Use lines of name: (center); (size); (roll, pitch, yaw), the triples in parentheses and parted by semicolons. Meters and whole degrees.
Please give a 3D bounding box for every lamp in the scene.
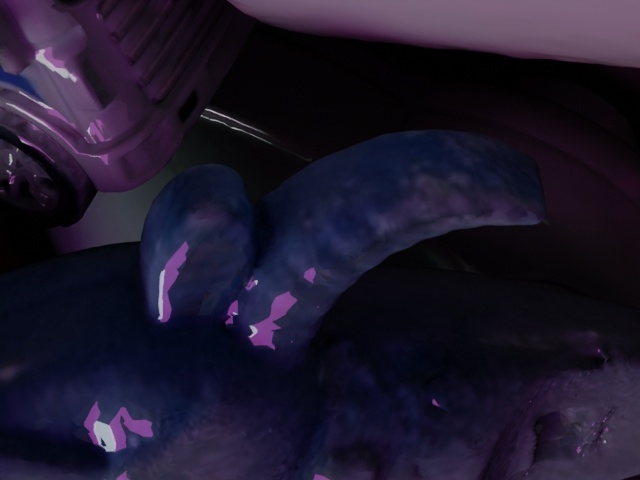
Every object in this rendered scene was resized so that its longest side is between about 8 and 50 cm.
lamp: (0.000, 0.002, 0.530); (0.246, 0.108, 0.179); (8, 154, 26)

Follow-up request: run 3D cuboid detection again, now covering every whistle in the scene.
whistle: (-0.020, 0.049, 0.423); (0.269, 0.093, 0.180); (-1, 126, -12)

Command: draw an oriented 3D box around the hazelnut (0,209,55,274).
hazelnut: (-0.172, 0.042, 0.550); (0.212, 0.181, 0.181); (38, 140, 43)

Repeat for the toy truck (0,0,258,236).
toy truck: (-0.154, -0.107, 0.430); (0.268, 0.124, 0.155); (10, 146, 26)

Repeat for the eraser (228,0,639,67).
eraser: (0.090, -0.093, 0.295); (0.270, 0.095, 0.174); (8, 155, 25)
